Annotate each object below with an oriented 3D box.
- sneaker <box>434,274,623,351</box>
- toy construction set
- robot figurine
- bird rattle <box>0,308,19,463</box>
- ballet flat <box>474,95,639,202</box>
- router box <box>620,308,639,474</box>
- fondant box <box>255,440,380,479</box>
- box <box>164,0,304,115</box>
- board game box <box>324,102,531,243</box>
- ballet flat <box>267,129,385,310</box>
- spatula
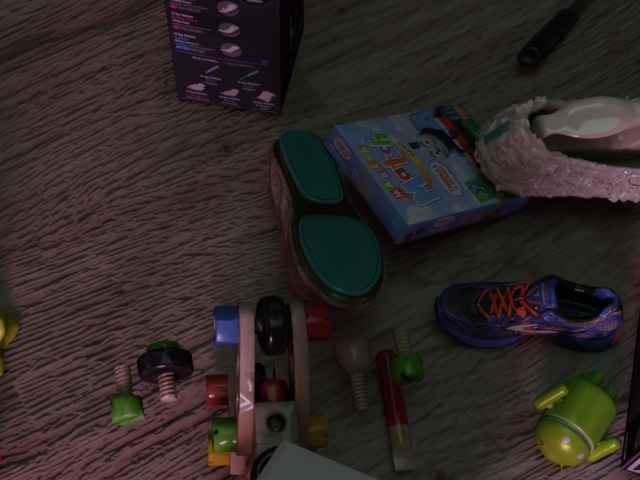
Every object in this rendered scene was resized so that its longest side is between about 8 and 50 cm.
[{"bbox_3d":[0.240,0.072,1.430,0.221,0.087,0.083,1,60,-1],"label":"sneaker"},{"bbox_3d":[-0.020,0.209,1.285,0.308,0.257,0.237,7,61,-32],"label":"toy construction set"},{"bbox_3d":[0.278,0.197,1.371,0.101,0.067,0.115,46,64,-12],"label":"robot figurine"},{"bbox_3d":[-0.432,0.166,1.368,0.206,0.143,0.254,5,73,15],"label":"bird rattle"},{"bbox_3d":[0.387,-0.115,1.485,0.408,0.147,0.147,-4,60,-14],"label":"ballet flat"},{"bbox_3d":[0.476,0.134,1.389,0.243,0.081,0.309,16,61,0],"label":"router box"},{"bbox_3d":[0.025,0.364,1.119,0.238,0.330,0.096,21,33,11],"label":"fondant box"},{"bbox_3d":[-0.100,-0.301,1.530,0.143,0.270,0.165,9,61,4],"label":"box"},{"bbox_3d":[0.131,-0.085,1.499,0.211,0.039,0.160,-15,59,-37],"label":"board game box"},{"bbox_3d":[0.000,0.000,1.423,0.107,0.106,0.316,6,37,-15],"label":"ballet flat"},{"bbox_3d":[0.352,-0.324,1.692,0.084,0.030,0.296,35,65,15],"label":"spatula"}]
